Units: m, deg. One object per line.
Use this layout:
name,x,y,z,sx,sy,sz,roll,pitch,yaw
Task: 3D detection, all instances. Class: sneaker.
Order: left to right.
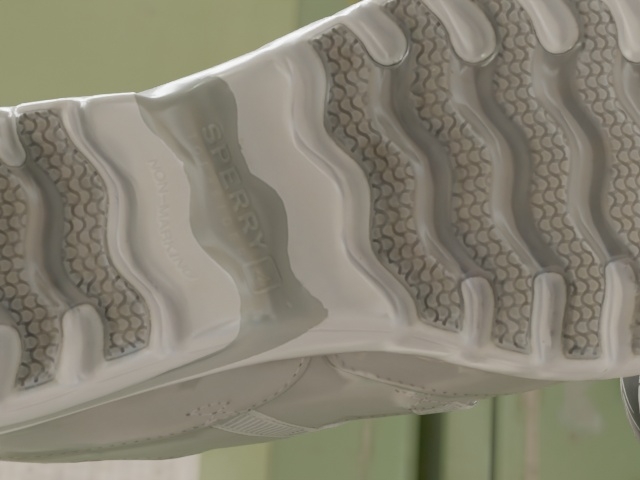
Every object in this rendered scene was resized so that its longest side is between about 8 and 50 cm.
sneaker,0.000,0.000,0.525,0.281,0.105,0.115,-5,-15,-5

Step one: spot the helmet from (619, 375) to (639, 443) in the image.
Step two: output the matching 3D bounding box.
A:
helmet,0.241,0.057,1.043,0.162,0.169,0.169,6,-14,12
